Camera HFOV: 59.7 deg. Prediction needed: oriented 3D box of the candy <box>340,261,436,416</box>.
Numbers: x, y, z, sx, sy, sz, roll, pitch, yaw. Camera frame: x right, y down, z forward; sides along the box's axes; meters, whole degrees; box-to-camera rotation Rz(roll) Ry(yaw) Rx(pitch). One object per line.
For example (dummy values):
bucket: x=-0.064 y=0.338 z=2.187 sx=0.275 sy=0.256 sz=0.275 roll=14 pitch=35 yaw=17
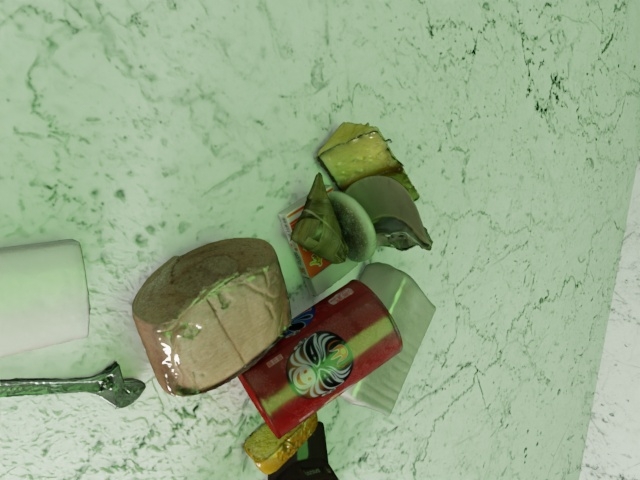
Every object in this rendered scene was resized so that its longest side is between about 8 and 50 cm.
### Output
candy: x=0.152 y=0.261 z=1.468 sx=0.208 sy=0.145 sz=0.358 roll=39 pitch=72 yaw=-38

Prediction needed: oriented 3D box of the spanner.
spanner: x=-0.471 y=0.266 z=1.004 sx=0.325 sy=0.026 sz=0.093 roll=9 pitch=91 yaw=-40

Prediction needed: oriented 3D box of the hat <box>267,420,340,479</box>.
hat: x=-0.004 y=0.625 z=1.347 sx=0.238 sy=0.209 sz=0.336 roll=2 pitch=94 yaw=-38

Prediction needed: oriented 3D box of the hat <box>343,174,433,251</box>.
hat: x=0.177 y=-0.062 z=1.409 sx=0.149 sy=0.214 sz=0.244 roll=-43 pitch=128 yaw=-58

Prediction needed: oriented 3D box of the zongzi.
zongzi: x=0.017 y=-0.046 z=1.305 sx=0.160 sy=0.078 sz=0.176 roll=35 pitch=65 yaw=-44

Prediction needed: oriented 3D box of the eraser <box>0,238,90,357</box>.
eraser: x=-0.519 y=0.101 z=0.887 sx=0.270 sy=0.095 sz=0.174 roll=-11 pitch=103 yaw=-41

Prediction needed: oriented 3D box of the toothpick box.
toothpick box: x=-0.008 y=0.256 z=1.238 sx=0.333 sy=0.204 sz=0.204 roll=-31 pitch=117 yaw=-18

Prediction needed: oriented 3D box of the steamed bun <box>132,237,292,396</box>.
steamed bun: x=-0.219 y=0.133 z=1.100 sx=0.301 sy=0.199 sz=0.251 roll=-30 pitch=133 yaw=-25

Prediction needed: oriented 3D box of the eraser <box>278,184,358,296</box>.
eraser: x=0.000 y=0.000 z=1.364 sx=0.157 sy=0.038 sz=0.230 roll=-36 pitch=118 yaw=-32

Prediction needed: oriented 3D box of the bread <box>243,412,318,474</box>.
bread: x=-0.091 y=0.459 z=1.313 sx=0.187 sy=0.103 sz=0.065 roll=-44 pitch=122 yaw=-30

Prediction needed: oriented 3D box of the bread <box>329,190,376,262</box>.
bread: x=0.084 y=-0.024 z=1.334 sx=0.036 sy=0.112 sz=0.193 roll=-33 pitch=116 yaw=-31

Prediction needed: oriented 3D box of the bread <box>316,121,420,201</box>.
bread: x=0.119 y=-0.175 z=1.394 sx=0.178 sy=0.142 sz=0.266 roll=-30 pitch=128 yaw=12
